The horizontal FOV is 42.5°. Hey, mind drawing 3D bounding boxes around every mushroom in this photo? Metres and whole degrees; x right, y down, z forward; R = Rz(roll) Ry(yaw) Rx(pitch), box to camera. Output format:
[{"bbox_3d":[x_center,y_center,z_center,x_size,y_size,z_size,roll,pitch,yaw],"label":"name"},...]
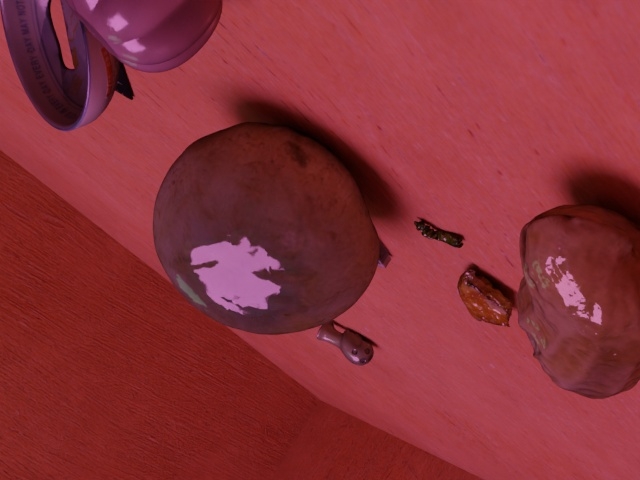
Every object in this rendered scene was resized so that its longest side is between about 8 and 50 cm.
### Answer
[{"bbox_3d":[-0.079,-0.017,1.255,0.352,0.260,0.352,8,127,11],"label":"mushroom"}]

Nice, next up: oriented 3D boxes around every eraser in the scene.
[{"bbox_3d":[0.077,0.003,1.439,0.052,0.029,0.122,20,160,41],"label":"eraser"}]

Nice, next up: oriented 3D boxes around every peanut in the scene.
[{"bbox_3d":[0.316,0.073,0.943,0.174,0.158,0.340,60,173,27],"label":"peanut"}]

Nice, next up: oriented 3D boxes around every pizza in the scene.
[{"bbox_3d":[0.267,0.095,1.321,0.099,0.036,0.160,26,164,28],"label":"pizza"}]

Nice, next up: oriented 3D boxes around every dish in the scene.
[{"bbox_3d":[-0.336,-0.301,1.163,0.273,0.134,0.273,25,125,42],"label":"dish"}]

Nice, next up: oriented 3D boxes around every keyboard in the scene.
[{"bbox_3d":[-0.366,-0.297,1.466,0.053,0.010,0.155,32,165,4],"label":"keyboard"}]

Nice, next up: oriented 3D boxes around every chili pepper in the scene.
[{"bbox_3d":[0.175,-0.009,1.224,0.083,0.022,0.027,24,-165,29],"label":"chili pepper"}]

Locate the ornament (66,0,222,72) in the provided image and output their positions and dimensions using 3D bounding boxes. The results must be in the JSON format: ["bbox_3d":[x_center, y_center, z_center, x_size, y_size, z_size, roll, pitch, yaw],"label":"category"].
[{"bbox_3d":[-0.190,-0.282,0.907,0.177,0.177,0.177,31,165,10],"label":"ornament"}]

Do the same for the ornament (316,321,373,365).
[{"bbox_3d":[0.073,0.277,2.219,0.156,0.081,0.075,29,-162,28],"label":"ornament"}]
